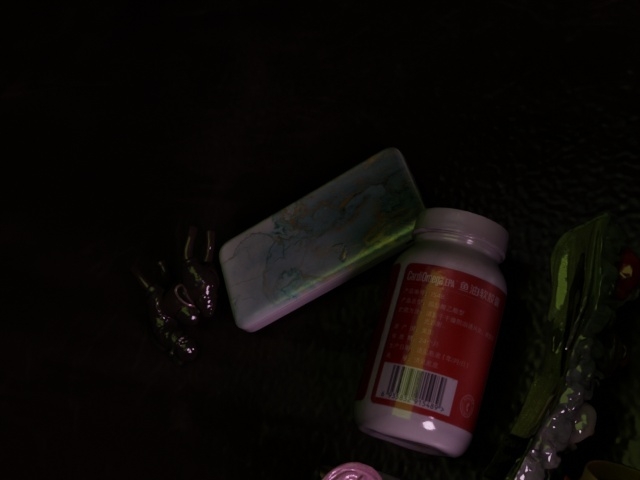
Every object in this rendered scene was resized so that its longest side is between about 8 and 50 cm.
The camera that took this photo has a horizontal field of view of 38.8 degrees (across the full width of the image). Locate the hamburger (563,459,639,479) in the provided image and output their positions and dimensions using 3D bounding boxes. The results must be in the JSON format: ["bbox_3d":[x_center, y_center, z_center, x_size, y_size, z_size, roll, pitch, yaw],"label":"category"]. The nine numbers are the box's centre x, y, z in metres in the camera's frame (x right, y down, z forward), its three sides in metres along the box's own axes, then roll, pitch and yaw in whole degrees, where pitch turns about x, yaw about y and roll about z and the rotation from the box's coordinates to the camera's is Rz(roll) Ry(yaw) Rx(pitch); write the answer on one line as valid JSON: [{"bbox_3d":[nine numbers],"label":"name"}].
[{"bbox_3d":[0.274,0.284,0.796,0.175,0.175,0.137,26,95,37],"label":"hamburger"}]

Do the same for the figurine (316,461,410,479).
[{"bbox_3d":[0.045,0.397,0.849,0.211,0.253,0.361,-37,34,63],"label":"figurine"}]

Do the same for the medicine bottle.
[{"bbox_3d":[0.125,0.099,0.986,0.131,0.131,0.250,7,71,33],"label":"medicine bottle"}]

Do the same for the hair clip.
[{"bbox_3d":[0.254,0.131,0.910,0.091,0.138,0.321,23,78,-3],"label":"hair clip"}]

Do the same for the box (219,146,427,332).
[{"bbox_3d":[0.000,0.000,1.164,0.285,0.044,0.142,-30,52,15],"label":"box"}]

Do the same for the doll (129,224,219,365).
[{"bbox_3d":[-0.187,0.080,1.224,0.139,0.057,0.165,-29,67,25],"label":"doll"}]
